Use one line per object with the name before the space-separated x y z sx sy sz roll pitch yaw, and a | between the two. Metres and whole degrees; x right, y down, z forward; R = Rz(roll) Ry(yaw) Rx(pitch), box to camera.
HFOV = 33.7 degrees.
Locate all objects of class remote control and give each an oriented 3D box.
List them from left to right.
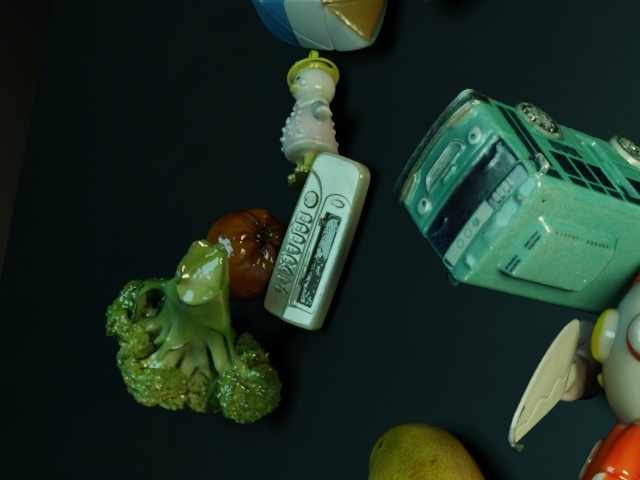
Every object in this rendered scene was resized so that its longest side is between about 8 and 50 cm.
remote control | -0.001 0.000 1.398 0.090 0.049 0.230 23 97 28

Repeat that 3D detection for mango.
mango | 0.102 0.282 1.067 0.157 0.109 0.262 -64 31 24

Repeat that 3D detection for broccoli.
broccoli | -0.175 0.156 1.437 0.186 0.254 0.302 -39 8 -19

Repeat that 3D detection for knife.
knife | 0.197 0.101 0.832 0.043 0.336 0.081 14 95 20

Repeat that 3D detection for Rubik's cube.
Rubik's cube | 0.001 -0.331 1.470 0.254 0.254 0.254 -30 53 49

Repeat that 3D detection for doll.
doll | -0.013 -0.173 1.468 0.129 0.081 0.207 131 145 -64
doll | 0.250 0.146 0.827 0.105 0.199 0.337 16 86 30

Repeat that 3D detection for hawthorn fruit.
hawthorn fruit | -0.107 0.022 1.490 0.138 0.132 0.133 -49 39 48

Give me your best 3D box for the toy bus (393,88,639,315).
toy bus | 0.205 -0.020 0.895 0.128 0.256 0.147 -56 39 28
